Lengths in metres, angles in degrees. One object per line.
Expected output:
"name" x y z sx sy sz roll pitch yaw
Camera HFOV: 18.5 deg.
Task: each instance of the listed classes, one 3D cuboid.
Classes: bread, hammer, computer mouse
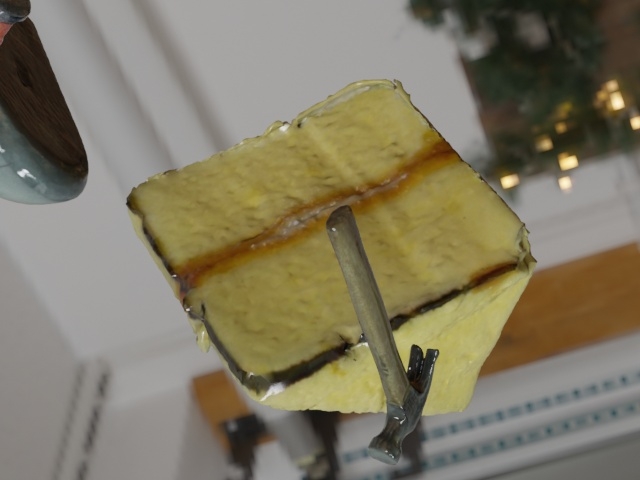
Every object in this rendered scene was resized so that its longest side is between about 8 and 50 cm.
"bread" 0.000 0.000 1.532 0.236 0.198 0.263 -2 -145 -32
"hammer" 0.029 0.041 0.981 0.062 0.017 0.182 -59 -29 -28
"computer mouse" -0.361 -0.166 2.091 0.188 0.122 0.371 42 -160 -48

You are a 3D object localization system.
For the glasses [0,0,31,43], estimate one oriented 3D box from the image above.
"glasses" -0.333 -0.139 1.289 0.234 0.268 0.118 44 -163 19
